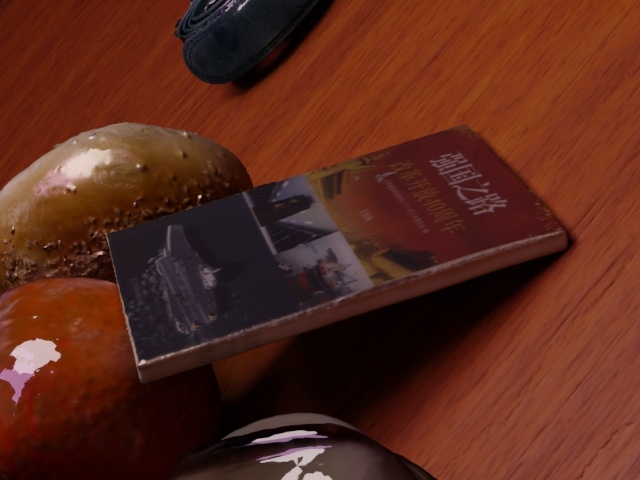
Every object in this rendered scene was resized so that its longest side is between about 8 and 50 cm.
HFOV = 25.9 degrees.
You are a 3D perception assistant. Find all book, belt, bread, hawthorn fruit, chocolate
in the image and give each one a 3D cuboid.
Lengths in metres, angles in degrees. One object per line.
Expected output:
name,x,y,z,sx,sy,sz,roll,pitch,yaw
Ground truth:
book,0.000,0.000,1.242,0.374,0.028,0.262,-18,27,-6
belt,-0.089,-0.323,1.889,0.267,0.116,0.206,-52,24,-13
bread,-0.206,0.008,1.477,0.305,0.305,0.159,-33,57,27
hawthorn fruit,-0.237,0.155,1.314,0.284,0.284,0.284,-35,30,24
chocolate,-0.030,0.244,0.992,0.283,0.186,0.283,-36,29,24
